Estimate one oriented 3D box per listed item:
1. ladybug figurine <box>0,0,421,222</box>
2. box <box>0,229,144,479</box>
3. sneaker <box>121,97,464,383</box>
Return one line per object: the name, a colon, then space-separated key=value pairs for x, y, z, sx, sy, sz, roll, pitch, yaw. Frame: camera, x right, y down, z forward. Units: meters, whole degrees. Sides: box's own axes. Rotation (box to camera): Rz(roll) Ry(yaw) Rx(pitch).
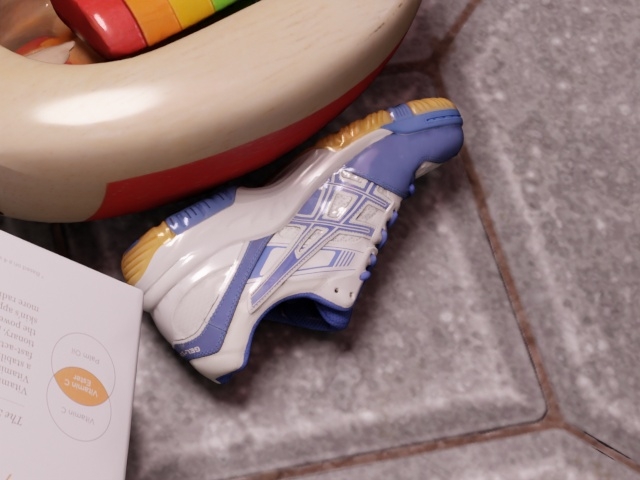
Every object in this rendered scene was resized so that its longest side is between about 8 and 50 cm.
ladybug figurine: x=-0.109 y=-0.147 z=1.346 sx=0.449 sy=0.162 sz=0.305 roll=-25 pitch=47 yaw=-21
box: x=-0.252 y=0.170 z=1.101 sx=0.215 sy=0.168 sz=0.345 roll=26 pitch=51 yaw=-32
sneaker: x=0.000 y=0.000 z=1.351 sx=0.296 sy=0.112 sz=0.131 roll=-30 pitch=86 yaw=-23
